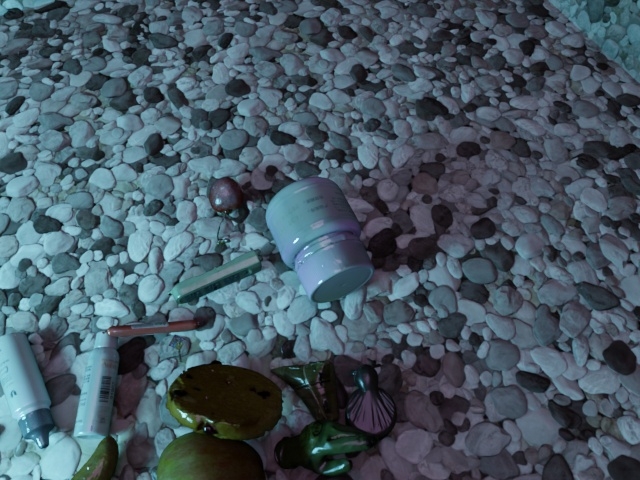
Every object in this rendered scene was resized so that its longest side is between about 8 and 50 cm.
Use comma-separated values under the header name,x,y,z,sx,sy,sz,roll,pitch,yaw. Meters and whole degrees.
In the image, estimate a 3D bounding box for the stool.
name,x,y,z,sx,sy,sz,roll,pitch,yaw
stool,0.120,0.410,1.274,0.125,0.121,0.217,-6,63,-3

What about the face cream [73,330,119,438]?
name,x,y,z,sx,sy,sz,roll,pitch,yaw
face cream,-0.568,0.365,1.305,0.082,0.082,0.268,-1,62,-2

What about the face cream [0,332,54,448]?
name,x,y,z,sx,sy,sz,roll,pitch,yaw
face cream,-0.747,0.383,1.285,0.092,0.092,0.311,-29,66,-16

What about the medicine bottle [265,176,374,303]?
name,x,y,z,sx,sy,sz,roll,pitch,yaw
medicine bottle,0.000,0.000,1.430,0.241,0.241,0.301,-20,63,-12

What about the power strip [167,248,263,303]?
name,x,y,z,sx,sy,sz,roll,pitch,yaw
power strip,-0.296,0.107,1.456,0.286,0.080,0.048,-23,66,-13

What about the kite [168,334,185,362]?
name,x,y,z,sx,sy,sz,roll,pitch,yaw
kite,-0.397,0.296,1.392,0.044,0.002,0.078,4,60,1

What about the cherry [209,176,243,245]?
name,x,y,z,sx,sy,sz,roll,pitch,yaw
cherry,-0.286,-0.096,1.572,0.107,0.090,0.225,-8,75,-10

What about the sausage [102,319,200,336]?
name,x,y,z,sx,sy,sz,roll,pitch,yaw
sausage,-0.453,0.238,1.372,0.254,0.034,0.034,-1,59,-23

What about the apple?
name,x,y,z,sx,sy,sz,roll,pitch,yaw
apple,-0.235,0.547,1.115,0.234,0.256,0.256,-6,61,-9

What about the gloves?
name,x,y,z,sx,sy,sz,roll,pitch,yaw
gloves,0.006,0.479,1.179,0.268,0.107,0.135,-20,45,26

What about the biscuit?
name,x,y,z,sx,sy,sz,roll,pitch,yaw
biscuit,-0.226,0.386,1.216,0.296,0.296,0.075,13,102,6

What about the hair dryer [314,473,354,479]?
name,x,y,z,sx,sy,sz,roll,pitch,yaw
hair dryer,0.049,0.698,1.083,0.126,0.210,0.352,-1,76,-8

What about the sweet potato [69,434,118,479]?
name,x,y,z,sx,sy,sz,roll,pitch,yaw
sweet potato,-0.594,0.611,1.159,0.341,0.092,0.114,-40,99,-29

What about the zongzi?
name,x,y,z,sx,sy,sz,roll,pitch,yaw
zongzi,-0.042,0.413,1.313,0.178,0.081,0.188,-12,74,16
